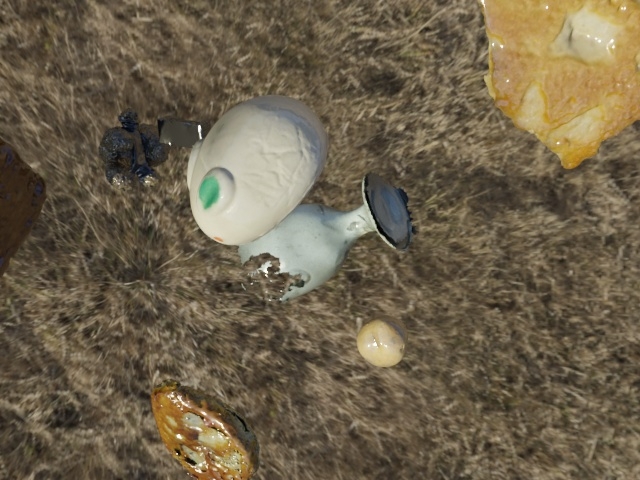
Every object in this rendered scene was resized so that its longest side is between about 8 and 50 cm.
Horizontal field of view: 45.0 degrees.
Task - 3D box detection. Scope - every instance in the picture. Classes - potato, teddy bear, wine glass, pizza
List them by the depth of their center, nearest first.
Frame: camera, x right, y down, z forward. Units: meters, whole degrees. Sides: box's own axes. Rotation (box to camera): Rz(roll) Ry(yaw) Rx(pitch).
[{"bbox_3d":[0.191,-0.125,0.554,0.182,0.062,0.161,-1,122,-3],"label":"pizza"},{"bbox_3d":[0.003,-0.003,1.573,0.357,0.190,0.191,-24,93,26],"label":"wine glass"},{"bbox_3d":[0.137,0.220,1.706,0.112,0.147,0.112,9,56,-13],"label":"potato"},{"bbox_3d":[-0.430,-0.205,1.733,0.129,0.251,0.182,3,105,17],"label":"teddy bear"}]

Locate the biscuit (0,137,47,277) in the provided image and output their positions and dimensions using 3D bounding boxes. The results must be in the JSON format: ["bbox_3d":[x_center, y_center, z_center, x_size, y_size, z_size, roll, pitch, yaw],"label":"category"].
[{"bbox_3d":[-0.682,-0.053,1.407,0.166,0.395,0.343,28,78,13],"label":"biscuit"}]

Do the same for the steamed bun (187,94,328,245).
[{"bbox_3d":[-0.101,-0.104,1.070,0.130,0.177,0.228,32,106,-36],"label":"steamed bun"}]

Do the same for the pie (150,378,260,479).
[{"bbox_3d":[-0.251,0.422,1.681,0.308,0.308,0.085,44,44,-7],"label":"pie"}]

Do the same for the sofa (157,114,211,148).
[{"bbox_3d":[-0.292,-0.233,1.662,0.117,0.039,0.060,10,118,24],"label":"sofa"}]
